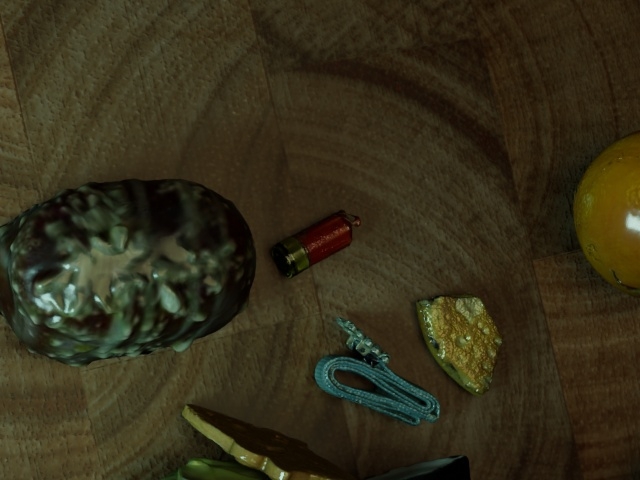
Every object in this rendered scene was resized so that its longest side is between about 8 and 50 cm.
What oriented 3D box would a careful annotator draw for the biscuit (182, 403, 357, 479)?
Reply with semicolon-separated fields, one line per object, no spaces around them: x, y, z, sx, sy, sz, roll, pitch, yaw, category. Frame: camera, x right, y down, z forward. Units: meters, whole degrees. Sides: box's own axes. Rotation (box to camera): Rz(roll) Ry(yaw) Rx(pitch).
-0.065;0.267;1.628;0.250;0.162;0.035;25;93;14;biscuit

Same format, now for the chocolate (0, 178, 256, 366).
-0.233;0.030;1.557;0.340;0.210;0.225;-6;84;-20;chocolate

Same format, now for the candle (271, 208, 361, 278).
0.000;0.000;1.728;0.130;0.052;0.052;-30;95;-21;candle

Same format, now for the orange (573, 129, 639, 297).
0.475;-0.034;1.803;0.246;0.246;0.246;2;83;-19;orange

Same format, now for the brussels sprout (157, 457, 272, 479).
-0.097;0.414;1.532;0.328;0.328;0.247;13;106;-18;brussels sprout

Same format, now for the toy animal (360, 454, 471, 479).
0.129;0.405;1.656;0.165;0.187;0.235;-7;84;-10;toy animal

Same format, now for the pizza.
0.196;0.135;1.791;0.099;0.036;0.160;-36;97;-19;pizza

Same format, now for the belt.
0.084;0.185;1.735;0.179;0.065;0.100;26;85;-17;belt
